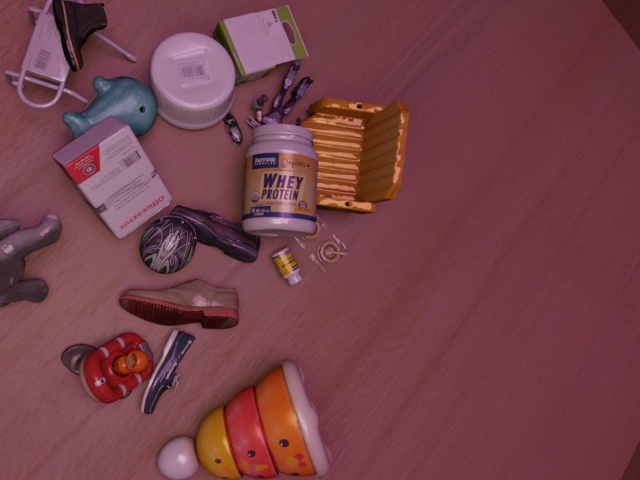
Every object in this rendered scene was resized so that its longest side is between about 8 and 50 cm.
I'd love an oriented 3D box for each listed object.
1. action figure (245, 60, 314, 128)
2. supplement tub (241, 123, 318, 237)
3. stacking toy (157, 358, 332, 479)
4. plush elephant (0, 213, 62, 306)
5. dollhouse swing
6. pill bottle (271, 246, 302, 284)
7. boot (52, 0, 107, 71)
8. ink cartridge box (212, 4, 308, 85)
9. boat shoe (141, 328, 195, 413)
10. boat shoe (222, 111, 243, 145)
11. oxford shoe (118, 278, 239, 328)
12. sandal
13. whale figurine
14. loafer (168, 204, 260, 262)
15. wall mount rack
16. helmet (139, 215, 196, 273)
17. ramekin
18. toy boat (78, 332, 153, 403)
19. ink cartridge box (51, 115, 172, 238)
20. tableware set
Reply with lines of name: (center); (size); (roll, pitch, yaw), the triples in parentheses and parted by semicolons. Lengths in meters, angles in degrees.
action figure: (-0.131, -0.440, 1.826); (0.185, 0.099, 0.285); (33, 77, -26)
supplement tub: (-0.121, -0.177, 1.698); (0.228, 0.228, 0.316); (4, 83, -22)
stacking toy: (-0.234, 0.582, 1.608); (0.479, 0.350, 0.351); (-19, 92, -5)
plush elephant: (-0.880, 0.035, 1.408); (0.255, 0.272, 0.330); (33, 31, 20)
dollhouse swing: (0.084, -0.277, 1.729); (0.315, 0.305, 0.347); (8, 88, -2)
pill bottle: (-0.106, 0.084, 1.796); (0.065, 0.065, 0.116); (-30, 97, -22)
boot: (-0.640, -0.567, 1.518); (0.137, 0.077, 0.198); (-14, 91, -31)
ink cartridge box: (-0.195, -0.643, 1.822); (0.255, 0.097, 0.189); (-24, 93, -24)
boat shoe: (-0.444, 0.387, 1.614); (0.079, 0.095, 0.255); (23, 67, -7)
boat shoe: (-0.284, -0.369, 1.785); (0.046, 0.038, 0.125); (-20, 92, -22)
oxford shoe: (-0.415, 0.179, 1.653); (0.348, 0.123, 0.130); (12, 54, -19)
sandal: (-0.623, 0.371, 1.556); (0.219, 0.060, 0.090); (45, 70, -12)
whale figurine: (-0.583, -0.356, 1.567); (0.272, 0.141, 0.216); (-39, 131, -39)
loafer: (-0.321, -0.034, 1.714); (0.302, 0.109, 0.095); (30, 55, -23)
wall mount rack: (-0.708, -0.507, 1.587); (0.304, 0.130, 0.350); (17, 79, -16)
helmet: (-0.442, 0.014, 1.607); (0.169, 0.161, 0.170); (0, 89, -19)
ramekin: (-0.391, -0.494, 1.690); (0.277, 0.135, 0.277); (3, 80, -17)
toy boat: (-0.531, 0.339, 1.505); (0.151, 0.151, 0.231); (65, 29, -5)
ink cartridge box: (-0.569, -0.172, 1.537); (0.197, 0.114, 0.273); (-41, 137, -21)
tableware set: (0.000, 0.000, 1.861); (0.128, 0.039, 0.194); (-44, 101, -20)
